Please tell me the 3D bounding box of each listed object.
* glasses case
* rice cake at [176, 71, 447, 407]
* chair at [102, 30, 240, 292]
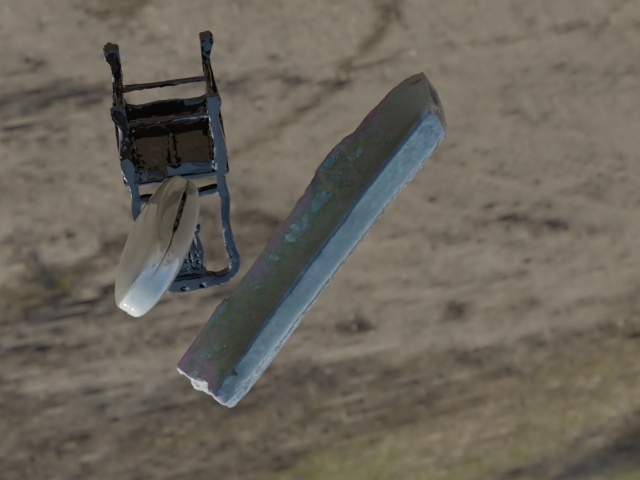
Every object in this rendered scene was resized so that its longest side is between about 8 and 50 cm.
[{"bbox_3d":[-0.141,0.002,1.471,0.049,0.193,0.074,30,111,-12],"label":"glasses case"},{"bbox_3d":[0.000,0.000,0.897,0.206,0.036,0.047,-53,162,-1],"label":"rice cake"},{"bbox_3d":[-0.140,-0.071,1.627,0.106,0.113,0.229,-7,133,-4],"label":"chair"}]
